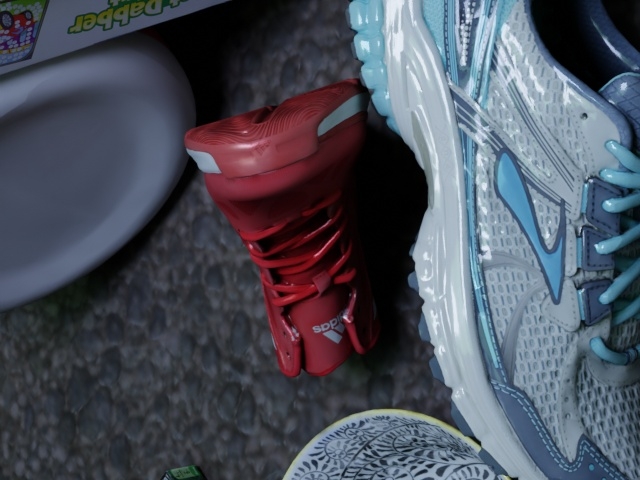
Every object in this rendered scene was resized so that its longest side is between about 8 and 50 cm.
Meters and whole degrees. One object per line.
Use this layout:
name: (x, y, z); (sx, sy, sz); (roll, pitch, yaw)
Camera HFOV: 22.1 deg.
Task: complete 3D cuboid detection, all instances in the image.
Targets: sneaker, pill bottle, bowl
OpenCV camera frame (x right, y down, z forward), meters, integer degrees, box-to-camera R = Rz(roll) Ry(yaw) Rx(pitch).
sneaker: (0.000, 0.000, 0.755); (0.087, 0.221, 0.128); (-17, 91, 6)
pill bottle: (-0.243, -0.149, 0.933); (0.363, 0.210, 0.210); (54, 123, 26)
sneaker: (0.103, -0.017, 0.683); (0.122, 0.110, 0.283); (-18, 92, 35)
bowl: (0.061, 0.159, 0.762); (0.170, 0.080, 0.170); (3, 94, 41)

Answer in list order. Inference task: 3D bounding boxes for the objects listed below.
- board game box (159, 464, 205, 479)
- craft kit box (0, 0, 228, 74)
board game box: (-0.038, 0.263, 0.889); (0.260, 0.030, 0.136); (50, 124, 29)
craft kit box: (-0.147, -0.204, 0.827); (0.250, 0.246, 0.061); (54, 148, 27)
